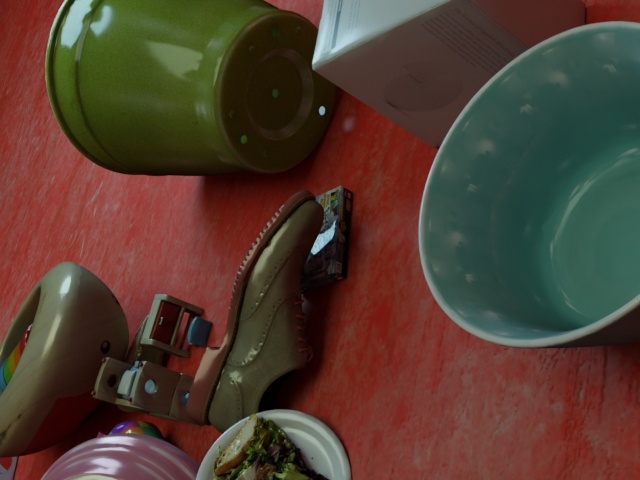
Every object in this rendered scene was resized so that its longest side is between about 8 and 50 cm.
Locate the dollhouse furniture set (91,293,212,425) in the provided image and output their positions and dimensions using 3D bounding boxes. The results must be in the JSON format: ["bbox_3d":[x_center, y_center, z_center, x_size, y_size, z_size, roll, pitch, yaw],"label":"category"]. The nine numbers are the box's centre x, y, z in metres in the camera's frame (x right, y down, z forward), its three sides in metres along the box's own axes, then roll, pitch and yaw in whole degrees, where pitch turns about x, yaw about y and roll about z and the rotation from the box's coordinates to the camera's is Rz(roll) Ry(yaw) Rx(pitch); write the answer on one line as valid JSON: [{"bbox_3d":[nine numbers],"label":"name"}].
[{"bbox_3d":[-0.239,0.171,1.349,0.129,0.129,0.183,-5,64,50],"label":"dollhouse furniture set"}]

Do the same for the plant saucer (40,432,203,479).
[{"bbox_3d":[-0.262,0.417,1.126,0.332,0.084,0.332,-2,85,21],"label":"plant saucer"}]

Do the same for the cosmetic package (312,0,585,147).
[{"bbox_3d":[0.153,-0.241,1.039,0.225,0.224,0.138,-15,58,46],"label":"cosmetic package"}]

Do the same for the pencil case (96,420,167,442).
[{"bbox_3d":[-0.246,0.355,1.270,0.104,0.104,0.236,-59,37,6],"label":"pencil case"}]

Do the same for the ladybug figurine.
[{"bbox_3d":[-0.459,0.220,1.527,0.449,0.162,0.305,-43,34,43],"label":"ladybug figurine"}]

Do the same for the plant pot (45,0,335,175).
[{"bbox_3d":[-0.177,-0.249,1.391,0.353,0.366,0.366,19,84,42],"label":"plant pot"}]

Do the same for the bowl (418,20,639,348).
[{"bbox_3d":[0.260,-0.026,0.825,0.311,0.163,0.311,-30,47,38],"label":"bowl"}]

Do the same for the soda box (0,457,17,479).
[{"bbox_3d":[-0.643,0.465,1.713,0.069,0.074,0.216,-25,51,41],"label":"soda box"}]

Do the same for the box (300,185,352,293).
[{"bbox_3d":[0.000,0.000,1.246,0.094,0.027,0.137,-21,53,42],"label":"box"}]

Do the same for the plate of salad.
[{"bbox_3d":[-0.062,0.292,1.060,0.200,0.048,0.200,-8,54,12],"label":"plate of salad"}]

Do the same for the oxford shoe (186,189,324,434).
[{"bbox_3d":[-0.054,0.107,1.181,0.130,0.123,0.348,25,100,19],"label":"oxford shoe"}]

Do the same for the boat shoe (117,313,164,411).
[{"bbox_3d":[-0.290,0.199,1.463,0.170,0.063,0.059,-68,13,-6],"label":"boat shoe"}]
